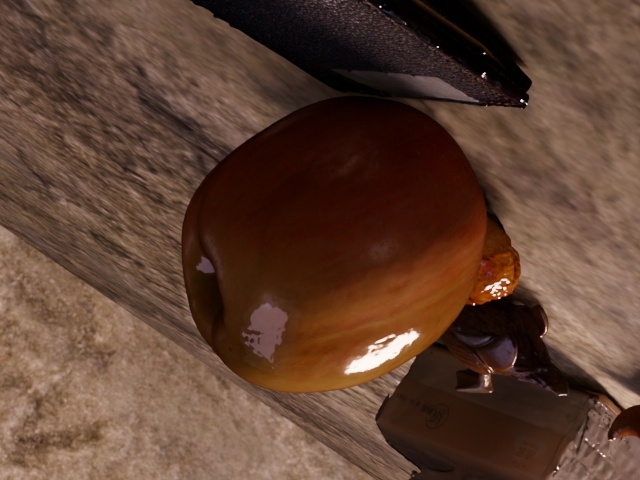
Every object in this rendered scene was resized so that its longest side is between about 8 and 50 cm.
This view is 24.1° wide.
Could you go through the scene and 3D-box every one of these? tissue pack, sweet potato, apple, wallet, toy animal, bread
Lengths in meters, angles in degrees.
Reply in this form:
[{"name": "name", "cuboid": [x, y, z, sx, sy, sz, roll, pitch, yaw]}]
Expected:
[{"name": "tissue pack", "cuboid": [0.225, 0.281, 1.790, 0.238, 0.239, 0.305, 43, 163, -34]}, {"name": "sweet potato", "cuboid": [0.370, 0.198, 1.538, 0.058, 0.055, 0.202, 40, 164, -25]}, {"name": "apple", "cuboid": [0.000, 0.000, 1.230, 0.242, 0.241, 0.242, 37, 139, 40]}, {"name": "wallet", "cuboid": [0.004, -0.179, 1.080, 0.262, 0.071, 0.221, 36, 164, -36]}, {"name": "toy animal", "cuboid": [0.180, 0.089, 1.556, 0.188, 0.089, 0.179, 29, 151, 37]}, {"name": "bread", "cuboid": [0.082, -0.004, 1.415, 0.268, 0.095, 0.139, 16, 156, 43]}]
